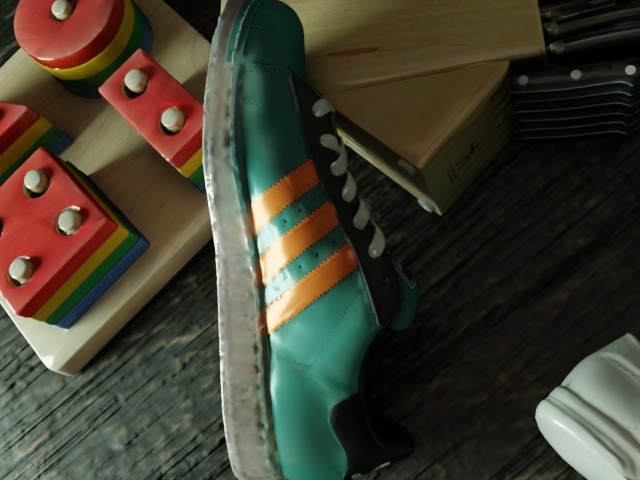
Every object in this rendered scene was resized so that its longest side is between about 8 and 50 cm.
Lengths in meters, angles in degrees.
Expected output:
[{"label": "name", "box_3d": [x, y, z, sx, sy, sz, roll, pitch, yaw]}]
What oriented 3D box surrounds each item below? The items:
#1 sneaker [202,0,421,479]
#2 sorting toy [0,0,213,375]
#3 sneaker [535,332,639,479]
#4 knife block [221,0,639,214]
[{"label": "sneaker", "box_3d": [0.000, 0.000, 0.499, 0.121, 0.108, 0.302, -3, 97, 7]}, {"label": "sorting toy", "box_3d": [-0.192, -0.080, 0.619, 0.257, 0.089, 0.255, -45, 65, -1]}, {"label": "sneaker", "box_3d": [0.225, 0.132, 0.429, 0.094, 0.080, 0.212, -42, 63, -13]}, {"label": "knife block", "box_3d": [0.103, -0.154, 0.553, 0.276, 0.088, 0.242, 39, 86, 25]}]
